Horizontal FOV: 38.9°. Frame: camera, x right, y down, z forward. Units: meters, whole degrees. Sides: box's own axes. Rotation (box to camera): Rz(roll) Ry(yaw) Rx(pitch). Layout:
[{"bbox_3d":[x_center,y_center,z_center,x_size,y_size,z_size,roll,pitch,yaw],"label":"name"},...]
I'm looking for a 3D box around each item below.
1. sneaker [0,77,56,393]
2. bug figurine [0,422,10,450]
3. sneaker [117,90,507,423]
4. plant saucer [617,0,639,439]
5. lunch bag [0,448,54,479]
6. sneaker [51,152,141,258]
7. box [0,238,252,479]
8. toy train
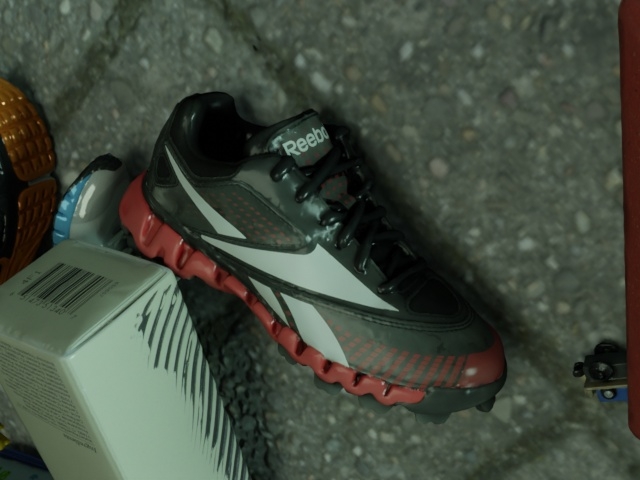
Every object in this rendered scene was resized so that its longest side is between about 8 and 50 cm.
[{"bbox_3d":[-0.276,-0.003,0.712,0.121,0.099,0.263,12,114,30],"label":"sneaker"},{"bbox_3d":[-0.354,0.084,0.743,0.279,0.072,0.216,11,126,52],"label":"bug figurine"},{"bbox_3d":[0.000,0.000,0.551,0.276,0.097,0.135,32,124,17],"label":"sneaker"},{"bbox_3d":[0.266,0.011,0.394,0.258,0.048,0.259,0,119,21],"label":"plant saucer"},{"bbox_3d":[-0.251,0.309,0.822,0.176,0.090,0.219,7,113,28],"label":"lunch bag"},{"bbox_3d":[-0.150,0.024,0.673,0.082,0.071,0.191,24,128,12],"label":"sneaker"},{"bbox_3d":[-0.128,0.140,0.631,0.113,0.094,0.275,15,134,35],"label":"box"},{"bbox_3d":[0.220,0.072,0.501,0.158,0.027,0.036,-9,117,31],"label":"toy train"}]
